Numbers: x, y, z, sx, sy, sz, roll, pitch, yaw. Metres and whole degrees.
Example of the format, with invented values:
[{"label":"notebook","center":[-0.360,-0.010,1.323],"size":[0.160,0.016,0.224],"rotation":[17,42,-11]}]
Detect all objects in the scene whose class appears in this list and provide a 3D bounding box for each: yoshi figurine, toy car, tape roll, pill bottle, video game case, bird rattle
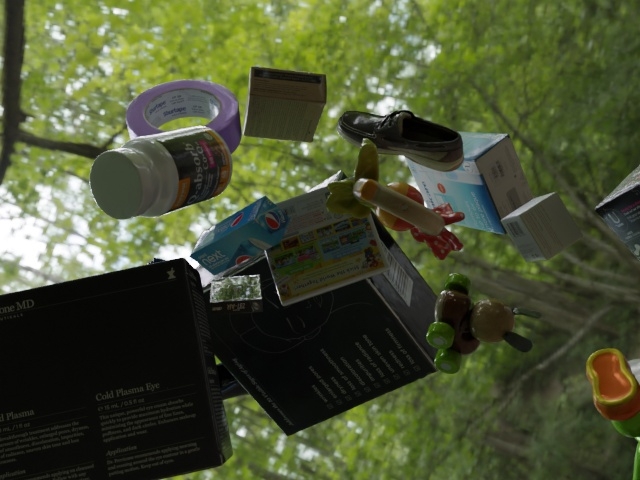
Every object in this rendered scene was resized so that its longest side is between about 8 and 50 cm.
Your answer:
[{"label":"yoshi figurine","center":[0.499,0.294,1.080],"size":[0.203,0.203,0.362],"rotation":[-54,-53,-32]},{"label":"toy car","center":[0.316,0.163,1.499],"size":[0.155,0.188,0.149],"rotation":[-63,-36,-38]},{"label":"tape roll","center":[-0.334,-0.287,1.956],"size":[0.275,0.274,0.090],"rotation":[-54,-26,-39]},{"label":"pill bottle","center":[-0.312,-0.134,1.579],"size":[0.278,0.162,0.162],"rotation":[-28,-50,-58]},{"label":"video game case","center":[0.000,0.000,1.593],"size":[0.026,0.227,0.206],"rotation":[66,-175,-74]},{"label":"bird rattle","center":[0.132,-0.046,1.336],"size":[0.143,0.253,0.207],"rotation":[-54,2,5]}]

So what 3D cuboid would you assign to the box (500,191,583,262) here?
[{"label":"box","center":[0.411,-0.023,1.478],"size":[0.087,0.102,0.101],"rotation":[-32,0,-9]}]

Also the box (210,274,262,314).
[{"label":"box","center":[-0.110,0.070,1.042],"size":[0.083,0.067,0.018],"rotation":[-110,17,-69]}]

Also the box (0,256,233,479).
[{"label":"box","center":[-0.334,0.220,1.227],"size":[0.179,0.343,0.313],"rotation":[98,160,-80]}]

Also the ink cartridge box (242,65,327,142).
[{"label":"ink cartridge box","center":[-0.097,-0.347,2.050],"size":[0.235,0.193,0.088],"rotation":[117,155,-68]}]

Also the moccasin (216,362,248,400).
[{"label":"moccasin","center":[-0.305,0.382,2.210],"size":[0.117,0.342,0.138],"rotation":[79,171,-49]}]

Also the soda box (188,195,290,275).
[{"label":"soda box","center":[-0.157,-0.006,1.527],"size":[0.071,0.210,0.067],"rotation":[42,-134,-23]}]

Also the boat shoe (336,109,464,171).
[{"label":"boat shoe","center":[0.170,-0.231,1.679],"size":[0.103,0.285,0.092],"rotation":[-55,-22,-35]}]

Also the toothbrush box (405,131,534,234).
[{"label":"toothbrush box","center":[0.373,-0.153,2.006],"size":[0.126,0.295,0.216],"rotation":[-36,-65,-18]}]

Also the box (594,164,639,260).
[{"label":"box","center":[0.623,-0.098,1.351],"size":[0.247,0.142,0.163],"rotation":[-40,-5,-18]}]

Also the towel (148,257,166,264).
[{"label":"towel","center":[-0.394,0.197,2.522],"size":[0.040,0.336,0.243],"rotation":[-56,-22,-50]}]

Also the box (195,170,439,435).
[{"label":"box","center":[-0.015,0.170,2.002],"size":[0.480,0.471,0.297],"rotation":[52,-154,-18]}]
